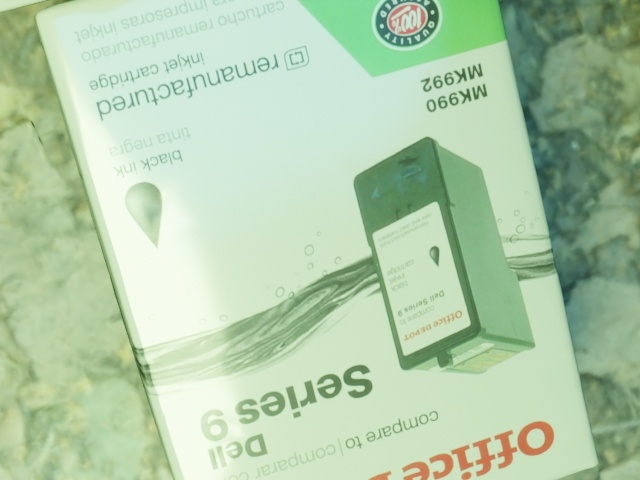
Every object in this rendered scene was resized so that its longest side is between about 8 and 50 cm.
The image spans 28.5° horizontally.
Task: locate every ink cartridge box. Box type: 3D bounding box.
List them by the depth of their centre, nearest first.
[{"bbox_3d":[0.000,0.000,0.634,0.211,0.121,0.289,-17,102,-9],"label":"ink cartridge box"}]

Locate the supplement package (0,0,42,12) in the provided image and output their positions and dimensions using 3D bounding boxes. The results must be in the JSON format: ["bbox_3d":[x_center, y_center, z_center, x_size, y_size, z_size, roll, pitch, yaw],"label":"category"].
[{"bbox_3d":[-0.059,-0.219,0.572,0.293,0.175,0.177,-20,105,-18],"label":"supplement package"}]
